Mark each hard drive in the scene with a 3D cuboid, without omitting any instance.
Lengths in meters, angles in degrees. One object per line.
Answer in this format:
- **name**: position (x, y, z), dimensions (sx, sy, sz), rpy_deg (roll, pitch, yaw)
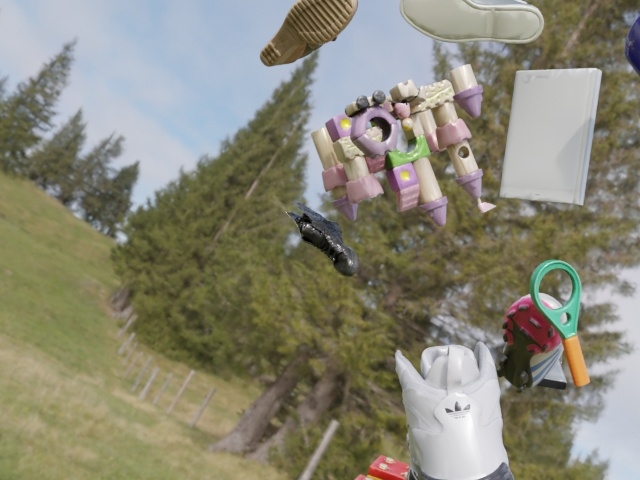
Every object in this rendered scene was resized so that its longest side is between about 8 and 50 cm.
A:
- **hard drive**: position (0.496, 0.292, 1.711), dimensions (0.094, 0.022, 0.135), rpy_deg (8, 15, 7)
- **hard drive**: position (0.537, -0.245, 1.784), dimensions (0.203, 0.307, 0.040), rpy_deg (9, 3, 42)

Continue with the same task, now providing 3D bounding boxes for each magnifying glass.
- **magnifying glass**: position (0.427, 0.144, 1.322), dimensions (0.026, 0.092, 0.231), rpy_deg (-161, -128, -73)

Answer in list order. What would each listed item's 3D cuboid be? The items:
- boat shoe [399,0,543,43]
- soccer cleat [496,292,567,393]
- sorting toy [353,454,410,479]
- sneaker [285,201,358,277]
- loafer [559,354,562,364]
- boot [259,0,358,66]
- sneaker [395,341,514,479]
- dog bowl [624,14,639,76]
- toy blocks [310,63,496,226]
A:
- **boat shoe**: position (0.338, -0.512, 1.715), dimensions (0.319, 0.116, 0.099), rpy_deg (10, 32, 6)
- **soccer cleat**: position (0.436, 0.180, 1.515), dimensions (0.116, 0.143, 0.331), rpy_deg (41, -25, 25)
- **sorting toy**: position (0.174, 0.465, 1.305), dimensions (0.255, 0.089, 0.257), rpy_deg (15, 2, 19)
- **sneaker**: position (0.001, -0.002, 1.368), dimensions (0.089, 0.051, 0.170), rpy_deg (17, 31, -33)
- **loafer**: position (0.547, 0.223, 1.809), dimensions (0.062, 0.170, 0.061), rpy_deg (-6, -13, -13)
- **boot**: position (0.012, -0.416, 1.410), dimensions (0.248, 0.207, 0.090), rpy_deg (-23, -76, 44)
- **sneaker**: position (0.176, 0.249, 1.021), dimensions (0.137, 0.210, 0.366), rpy_deg (-6, -12, 2)
- **dog bowl**: position (0.757, -0.417, 1.528), dimensions (0.104, 0.265, 0.265), rpy_deg (65, 8, 29)
- **toy blocks**: position (0.171, -0.139, 1.394), dimensions (0.260, 0.288, 0.309), rpy_deg (70, -17, -1)
